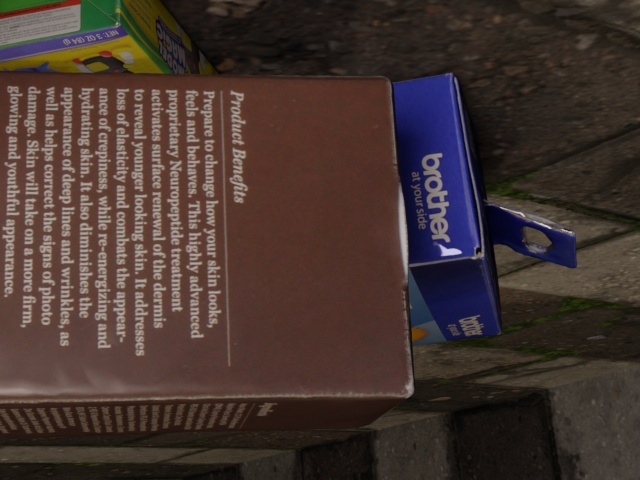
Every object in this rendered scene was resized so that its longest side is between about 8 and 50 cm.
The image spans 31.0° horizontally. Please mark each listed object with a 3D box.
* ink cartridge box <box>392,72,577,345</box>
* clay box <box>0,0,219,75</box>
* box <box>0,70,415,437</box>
[{"bbox_3d":[0.000,0.000,0.932,0.395,0.151,0.270,-10,162,10],"label":"ink cartridge box"},{"bbox_3d":[-0.141,-0.097,0.728,0.127,0.053,0.222,-9,162,12],"label":"clay box"},{"bbox_3d":[-0.148,0.011,0.668,0.381,0.191,0.143,0,163,-8],"label":"box"}]
